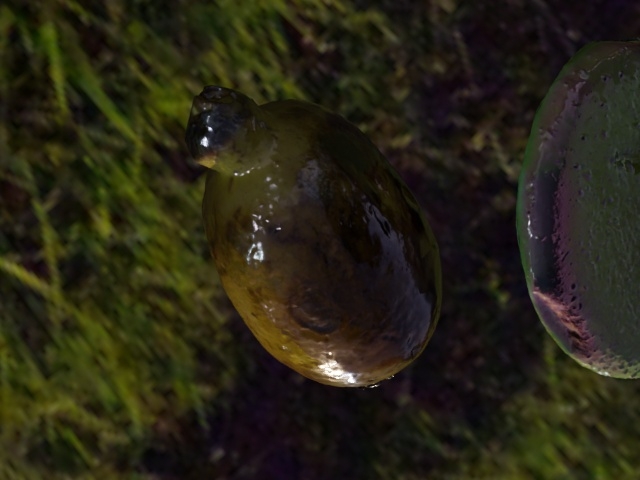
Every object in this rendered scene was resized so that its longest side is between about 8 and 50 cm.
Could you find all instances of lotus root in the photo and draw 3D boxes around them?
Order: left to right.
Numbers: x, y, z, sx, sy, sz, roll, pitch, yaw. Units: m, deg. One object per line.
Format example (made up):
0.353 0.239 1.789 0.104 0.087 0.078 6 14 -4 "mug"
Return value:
0.000 0.000 1.279 0.141 0.169 0.314 -21 138 13 "lotus root"

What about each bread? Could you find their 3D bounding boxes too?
0.208 -0.024 1.159 0.228 0.033 0.229 -5 98 -39 "bread"
